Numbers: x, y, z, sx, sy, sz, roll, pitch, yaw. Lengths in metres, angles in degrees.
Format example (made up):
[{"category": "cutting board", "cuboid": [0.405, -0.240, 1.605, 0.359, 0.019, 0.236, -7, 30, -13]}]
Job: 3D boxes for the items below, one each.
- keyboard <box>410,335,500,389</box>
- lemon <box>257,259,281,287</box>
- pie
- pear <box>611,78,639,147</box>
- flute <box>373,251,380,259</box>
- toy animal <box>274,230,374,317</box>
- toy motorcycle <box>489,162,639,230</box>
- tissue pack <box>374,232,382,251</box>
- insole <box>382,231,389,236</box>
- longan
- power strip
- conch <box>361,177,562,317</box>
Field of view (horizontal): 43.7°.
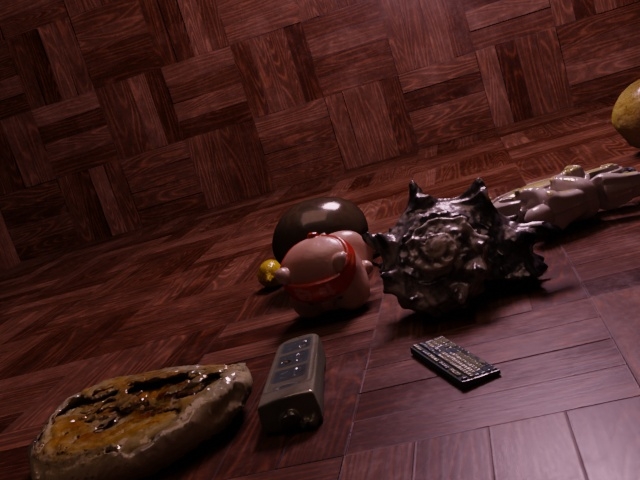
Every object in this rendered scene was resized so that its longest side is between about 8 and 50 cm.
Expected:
[{"category": "keyboard", "cuboid": [0.177, 0.161, 1.074, 0.055, 0.014, 0.176, -16, 11, -12]}, {"category": "lemon", "cuboid": [-0.111, 0.076, 1.804, 0.065, 0.065, 0.092, -16, 11, 9]}, {"category": "pie", "cuboid": [-0.254, 0.248, 1.134, 0.339, 0.077, 0.339, -16, 11, 3]}, {"category": "pear", "cuboid": [0.851, -0.324, 1.969, 0.229, 0.188, 0.211, -22, 9, -33]}, {"category": "flute", "cuboid": [0.148, 0.011, 1.649, 0.014, 0.014, 0.269, -22, -6, -22]}, {"category": "toy animal", "cuboid": [0.017, 0.058, 1.482, 0.171, 0.171, 0.198, -13, 4, 23]}, {"category": "toy motorcycle", "cuboid": [0.458, -0.076, 1.564, 0.341, 0.107, 0.223, -16, 11, 15]}, {"category": "tissue pack", "cuboid": [0.121, 0.008, 1.882, 0.056, 0.023, 0.108, -16, 11, 8]}, {"category": "insole", "cuboid": [0.234, -0.041, 1.999, 0.193, 0.006, 0.065, -24, 13, -28]}, {"category": "longan", "cuboid": [0.000, 0.000, 1.700, 0.213, 0.198, 0.198, -11, 12, 14]}, {"category": "power strip", "cuboid": [-0.032, 0.195, 1.141, 0.080, 0.048, 0.286, -15, 10, 6]}, {"category": "conch", "cuboid": [0.228, 0.020, 1.304, 0.313, 0.186, 0.240, -1, 37, -7]}]
